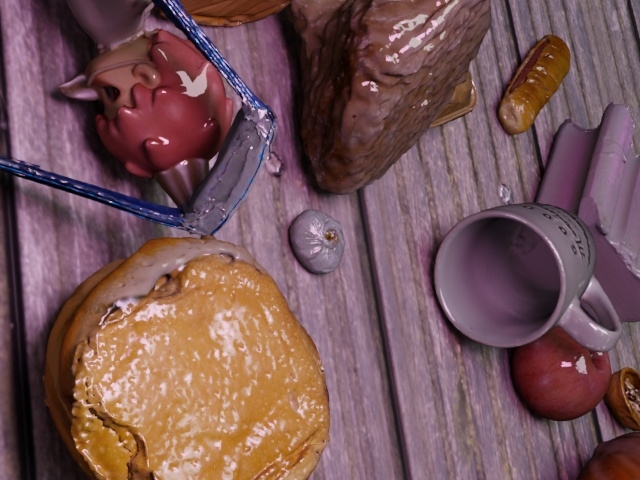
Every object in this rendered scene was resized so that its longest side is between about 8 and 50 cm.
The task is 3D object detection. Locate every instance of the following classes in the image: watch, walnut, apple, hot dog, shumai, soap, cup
[{"bbox_3d":[-0.165,-0.156,1.001,0.275,0.276,0.068,21,12,-14],"label":"watch"},{"bbox_3d":[0.496,0.260,1.722,0.121,0.052,0.091,52,42,-21],"label":"walnut"},{"bbox_3d":[0.355,0.184,1.553,0.153,0.120,0.153,22,58,-39],"label":"apple"},{"bbox_3d":[0.371,-0.270,1.816,0.087,0.061,0.286,60,41,-26],"label":"hot dog"},{"bbox_3d":[0.028,-0.239,1.342,0.262,0.314,0.267,36,12,19],"label":"shumai"},{"bbox_3d":[0.487,-0.037,1.760,0.258,0.159,0.302,44,48,-20],"label":"soap"},{"bbox_3d":[0.320,0.057,1.495,0.258,0.186,0.234,40,28,21],"label":"cup"}]

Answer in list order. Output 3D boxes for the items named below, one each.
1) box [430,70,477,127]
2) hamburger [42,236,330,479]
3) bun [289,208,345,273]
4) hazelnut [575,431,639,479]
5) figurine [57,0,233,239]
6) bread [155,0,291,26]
[{"bbox_3d":[0.159,-0.219,1.530,0.177,0.111,0.111,-29,95,-49],"label":"box"},{"bbox_3d":[-0.132,0.148,1.019,0.319,0.158,0.318,22,58,-41],"label":"hamburger"},{"bbox_3d":[0.000,0.000,1.310,0.083,0.045,0.083,15,67,-39],"label":"bun"},{"bbox_3d":[0.519,0.434,1.501,0.372,0.315,0.372,40,16,-14],"label":"hazelnut"},{"bbox_3d":[-0.190,-0.174,1.109,0.166,0.207,0.386,-19,98,-16],"label":"figurine"},{"bbox_3d":[-0.118,-0.322,1.257,0.190,0.132,0.114,-1,72,-54],"label":"bread"}]
